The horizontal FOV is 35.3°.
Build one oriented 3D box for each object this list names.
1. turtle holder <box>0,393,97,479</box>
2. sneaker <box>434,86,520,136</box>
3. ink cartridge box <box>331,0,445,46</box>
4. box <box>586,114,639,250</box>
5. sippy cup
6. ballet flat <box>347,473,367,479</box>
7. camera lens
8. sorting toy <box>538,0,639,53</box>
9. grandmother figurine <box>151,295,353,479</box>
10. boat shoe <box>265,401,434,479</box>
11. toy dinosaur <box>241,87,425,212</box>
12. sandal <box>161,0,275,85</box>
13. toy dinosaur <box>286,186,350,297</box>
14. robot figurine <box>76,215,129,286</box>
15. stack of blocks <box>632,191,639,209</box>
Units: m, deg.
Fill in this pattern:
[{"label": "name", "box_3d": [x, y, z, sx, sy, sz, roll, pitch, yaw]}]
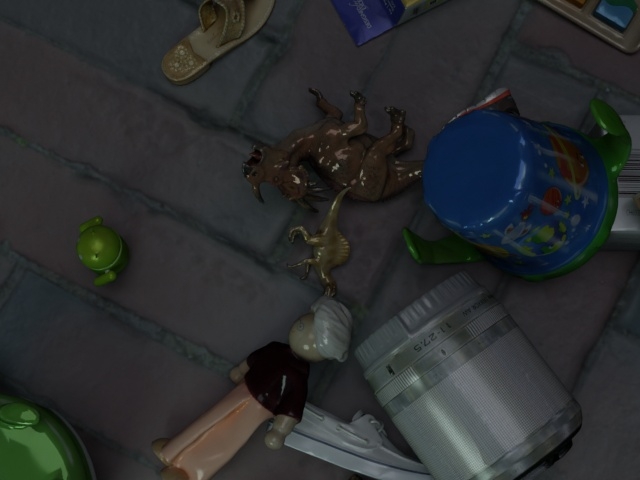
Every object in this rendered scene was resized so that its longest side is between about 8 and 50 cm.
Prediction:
[{"label": "turtle holder", "box_3d": [-0.447, 0.322, 1.375, 0.320, 0.227, 0.243, 34, 82, 9]}, {"label": "sneaker", "box_3d": [0.241, -0.173, 1.546, 0.158, 0.061, 0.065, -34, 85, -5]}, {"label": "ink cartridge box", "box_3d": [0.126, -0.514, 1.621, 0.307, 0.072, 0.304, -27, 78, -6]}, {"label": "box", "box_3d": [0.493, -0.082, 1.485, 0.181, 0.119, 0.181, 1, 78, 1]}, {"label": "sippy cup", "box_3d": [0.262, -0.075, 1.394, 0.240, 0.224, 0.306, 30, 98, 39]}, {"label": "ballet flat", "box_3d": [0.014, 0.501, 1.392, 0.124, 0.116, 0.343, -7, 81, 20]}, {"label": "camera lens", "box_3d": [0.204, 0.208, 1.380, 0.219, 0.219, 0.274, -35, 78, -6]}, {"label": "sorting toy", "box_3d": [0.460, -0.424, 1.603, 0.208, 0.038, 0.193, 31, 81, 9]}, {"label": "grandmother figurine", "box_3d": [-0.084, 0.215, 1.404, 0.342, 0.104, 0.208, -46, 40, 3]}, {"label": "boat shoe", "box_3d": [0.052, 0.284, 1.432, 0.258, 0.095, 0.084, 19, 82, 5]}, {"label": "toy dinosaur", "box_3d": [0.039, -0.112, 1.513, 0.295, 0.127, 0.200, 21, 86, -6]}, {"label": "sandal", "box_3d": [-0.159, -0.347, 1.587, 0.088, 0.079, 0.240, 42, 82, 10]}, {"label": "toy dinosaur", "box_3d": [0.000, 0.000, 1.512, 0.092, 0.053, 0.183, 7, 104, 4]}, {"label": "robot figurine", "box_3d": [-0.323, 0.015, 1.494, 0.067, 0.115, 0.101, -15, 78, -2]}, {"label": "stack of blocks", "box_3d": [0.603, -0.064, 1.377, 0.297, 0.087, 0.171, -28, 84, -15]}]
